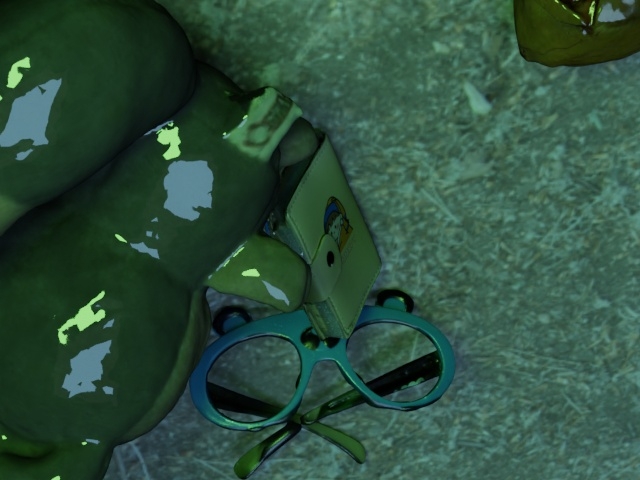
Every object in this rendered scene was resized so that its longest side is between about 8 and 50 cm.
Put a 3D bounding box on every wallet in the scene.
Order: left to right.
[{"bbox_3d":[0.000,0.000,1.447,0.039,0.110,0.155,-1,134,28],"label":"wallet"}]

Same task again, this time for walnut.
[{"bbox_3d":[0.242,-0.225,1.325,0.137,0.137,0.245,34,115,-32],"label":"walnut"}]

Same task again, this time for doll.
[{"bbox_3d":[-0.206,-0.003,1.255,0.382,0.252,0.379,-54,136,-2],"label":"doll"}]

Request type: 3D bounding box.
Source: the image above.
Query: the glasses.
[{"bbox_3d":[0.003,0.159,1.562,0.239,0.102,0.206,-9,128,-9],"label":"glasses"}]
